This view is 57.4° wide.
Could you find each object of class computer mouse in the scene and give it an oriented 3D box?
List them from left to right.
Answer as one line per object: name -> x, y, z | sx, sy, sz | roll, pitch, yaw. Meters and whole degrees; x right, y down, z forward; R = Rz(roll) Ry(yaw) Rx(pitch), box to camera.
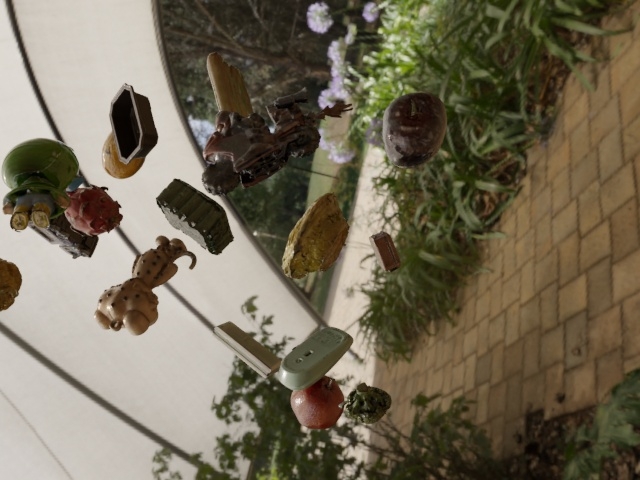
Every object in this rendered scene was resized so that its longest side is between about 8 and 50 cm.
computer mouse -> -0.014, 0.409, 1.999 | 0.288, 0.159, 0.097 | -32, -61, -31

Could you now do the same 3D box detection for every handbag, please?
handbag -> 0.243, 0.042, 2.197 | 0.193, 0.072, 0.151 | -132, 20, -87

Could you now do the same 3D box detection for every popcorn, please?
popcorn -> -1.272, 0.165, 2.245 | 0.190, 0.250, 0.250 | 50, 133, 49

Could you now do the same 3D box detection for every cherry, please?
cherry -> 0.317, -0.378, 2.005 | 0.296, 0.218, 0.255 | 91, -169, -66

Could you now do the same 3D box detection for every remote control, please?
remote control -> -0.279, 0.412, 2.221 | 0.055, 0.277, 0.103 | -60, -17, 15

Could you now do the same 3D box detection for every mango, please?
mango -> -0.707, -0.338, 2.139 | 0.262, 0.157, 0.109 | -52, 31, 23

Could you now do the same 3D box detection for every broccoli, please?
broccoli -> 0.130, 0.457, 1.650 | 0.131, 0.130, 0.120 | 32, 143, 48

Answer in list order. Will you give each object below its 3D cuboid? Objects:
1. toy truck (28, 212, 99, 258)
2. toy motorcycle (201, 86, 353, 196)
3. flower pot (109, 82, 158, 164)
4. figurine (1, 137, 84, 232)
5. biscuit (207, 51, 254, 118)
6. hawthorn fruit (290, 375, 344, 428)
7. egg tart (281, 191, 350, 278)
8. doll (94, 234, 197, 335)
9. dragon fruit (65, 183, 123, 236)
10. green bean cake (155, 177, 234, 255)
toy truck -> -1.017, -0.037, 2.311 | 0.268, 0.155, 0.124 | 59, -145, -50
toy motorcycle -> -0.103, -0.252, 1.339 | 0.207, 0.401, 0.134 | 61, 174, 29
flower pot -> -0.616, -0.385, 1.956 | 0.179, 0.084, 0.250 | -33, 69, 40
figurine -> -0.601, -0.124, 1.256 | 0.263, 0.162, 0.143 | -108, 10, -48
biscuit -> -0.271, -0.431, 1.853 | 0.237, 0.062, 0.290 | -15, -91, -78
hawthorn fruit -> 0.004, 0.543, 2.029 | 0.196, 0.197, 0.225 | -78, 11, -49
egg tart -> 0.000, -0.001, 1.931 | 0.341, 0.132, 0.341 | -54, -15, -23
doll -> -0.423, 0.107, 1.420 | 0.278, 0.154, 0.119 | -55, -32, -29
dragon fruit -> -0.596, -0.077, 1.510 | 0.133, 0.166, 0.136 | -53, 7, 17
green bean cake -> -0.428, -0.073, 2.025 | 0.132, 0.241, 0.255 | -53, -16, -17
